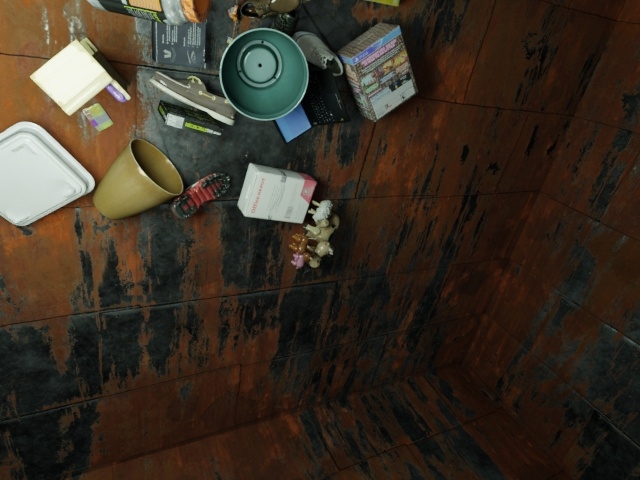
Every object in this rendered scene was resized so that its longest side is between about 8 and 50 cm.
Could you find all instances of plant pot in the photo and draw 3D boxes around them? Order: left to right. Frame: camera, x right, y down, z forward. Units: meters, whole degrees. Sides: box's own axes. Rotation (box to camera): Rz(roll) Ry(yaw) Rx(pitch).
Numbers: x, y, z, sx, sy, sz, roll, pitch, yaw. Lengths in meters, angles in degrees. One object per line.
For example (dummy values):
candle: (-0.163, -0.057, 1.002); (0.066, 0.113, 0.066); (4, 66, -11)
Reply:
plant pot: (-0.665, -0.189, 1.464); (0.254, 0.237, 0.237); (-33, 132, 11)
plant pot: (-0.204, -0.594, 1.449); (0.293, 0.196, 0.293); (-8, 126, -11)

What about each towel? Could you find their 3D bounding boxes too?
towel: (-0.745, -0.414, 1.394); (0.060, 0.009, 0.083); (-33, 131, -8)

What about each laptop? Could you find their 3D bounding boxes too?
laptop: (-0.055, -0.520, 1.637); (0.136, 0.265, 0.234); (-62, 140, -32)

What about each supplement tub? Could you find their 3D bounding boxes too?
supplement tub: (-0.478, -0.716, 1.150); (0.316, 0.193, 0.193); (13, 117, 1)

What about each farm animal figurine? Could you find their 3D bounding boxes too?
farm animal figurine: (0.000, 0.000, 1.929); (0.326, 0.172, 0.330); (-64, 169, -7)

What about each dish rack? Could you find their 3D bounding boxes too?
dish rack: (-0.949, -0.189, 1.327); (0.333, 0.072, 0.285); (-25, 132, 8)

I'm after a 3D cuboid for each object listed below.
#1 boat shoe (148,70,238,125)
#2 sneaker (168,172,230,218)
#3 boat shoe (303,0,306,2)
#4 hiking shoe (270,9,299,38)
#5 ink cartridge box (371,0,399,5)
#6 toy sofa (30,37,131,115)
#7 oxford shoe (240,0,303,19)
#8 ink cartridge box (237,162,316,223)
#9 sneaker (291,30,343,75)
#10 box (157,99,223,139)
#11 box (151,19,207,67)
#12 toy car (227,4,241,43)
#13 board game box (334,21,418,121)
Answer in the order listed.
boat shoe: (-0.428, -0.511, 1.449); (0.324, 0.116, 0.096); (18, 105, -41)
sneaker: (-0.483, -0.185, 1.638); (0.276, 0.135, 0.097); (-43, 122, -30)
boat shoe: (-0.007, -0.907, 1.465); (0.170, 0.059, 0.063); (-48, 131, 5)
hiking shoe: (-0.124, -0.761, 1.456); (0.086, 0.114, 0.226); (-18, 127, -19)
ink cartridge box: (0.191, -1.016, 1.463); (0.307, 0.072, 0.303); (-18, 130, -38)
toy sofa: (-0.666, -0.454, 1.183); (0.150, 0.362, 0.177); (-39, 126, -3)
oxford shoe: (-0.162, -0.762, 1.356); (0.082, 0.227, 0.096); (58, 46, -48)
ink cartridge box: (-0.187, -0.200, 1.781); (0.283, 0.117, 0.207); (6, 116, -33)
sneaker: (-0.001, -0.691, 1.541); (0.258, 0.091, 0.094); (2, 131, -50)
box: (-0.454, -0.420, 1.443); (0.191, 0.184, 0.045); (9, 112, -35)
box: (-0.459, -0.655, 1.347); (0.158, 0.093, 0.155); (-5, 122, -28)
toy car: (-0.303, -0.734, 1.413); (0.041, 0.060, 0.122); (17, 106, -3)
board game box: (0.233, -0.682, 1.694); (0.232, 0.141, 0.291); (-35, 131, -5)
